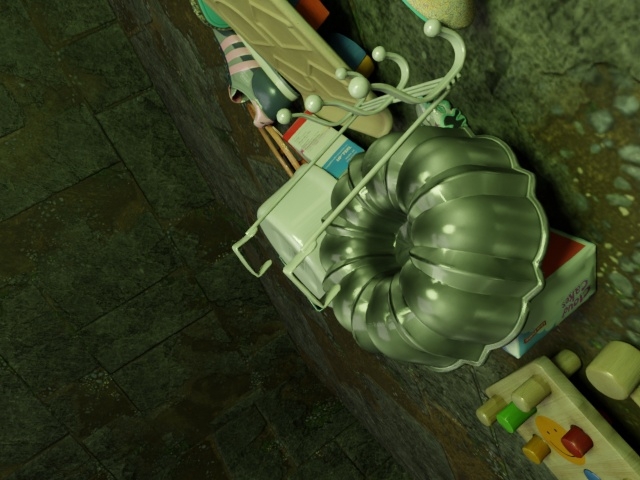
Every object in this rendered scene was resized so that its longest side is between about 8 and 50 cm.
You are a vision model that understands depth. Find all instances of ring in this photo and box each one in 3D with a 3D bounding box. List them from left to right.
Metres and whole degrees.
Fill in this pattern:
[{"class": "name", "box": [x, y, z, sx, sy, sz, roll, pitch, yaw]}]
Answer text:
[{"class": "ring", "box": [-0.078, -0.208, 1.287, 0.336, 0.032, 0.336, 55, 178, 3]}]

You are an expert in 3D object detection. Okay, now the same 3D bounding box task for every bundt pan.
[{"class": "bundt pan", "box": [0.109, 0.006, 0.657, 0.331, 0.124, 0.330, -11, 77, 54]}]

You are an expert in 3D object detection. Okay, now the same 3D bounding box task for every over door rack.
[{"class": "over door rack", "box": [0.004, -0.100, 0.606, 0.108, 0.324, 0.239, 34, 172, -22]}]

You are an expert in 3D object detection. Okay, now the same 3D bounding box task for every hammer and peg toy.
[{"class": "hammer and peg toy", "box": [0.404, 0.304, 0.782, 0.266, 0.127, 0.361, 51, 163, 19]}]

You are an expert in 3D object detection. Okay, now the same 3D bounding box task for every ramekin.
[{"class": "ramekin", "box": [0.000, 0.000, 0.992, 0.277, 0.135, 0.277, 48, 167, 15]}]

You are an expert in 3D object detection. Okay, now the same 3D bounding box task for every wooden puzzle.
[{"class": "wooden puzzle", "box": [-0.044, -0.336, 0.846, 0.348, 0.080, 0.322, 42, 178, -35]}]

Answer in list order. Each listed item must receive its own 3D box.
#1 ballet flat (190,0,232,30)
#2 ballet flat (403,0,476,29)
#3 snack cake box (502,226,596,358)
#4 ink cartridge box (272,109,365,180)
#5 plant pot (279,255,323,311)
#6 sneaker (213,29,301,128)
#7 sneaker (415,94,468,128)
[{"class": "ballet flat", "box": [-0.232, -0.618, 0.892, 0.482, 0.164, 0.182, 79, 173, -55]}, {"class": "ballet flat", "box": [0.079, -0.368, 0.522, 0.316, 0.108, 0.106, 55, 155, 2]}, {"class": "snack cake box", "box": [0.229, 0.030, 0.735, 0.264, 0.152, 0.089, 36, 154, 52]}, {"class": "ink cartridge box", "box": [0.017, -0.172, 1.022, 0.231, 0.078, 0.134, 44, -177, 37]}, {"class": "plant pot", "box": [0.034, 0.060, 1.288, 0.165, 0.165, 0.234, 54, -174, 10]}, {"class": "sneaker", "box": [-0.180, -0.385, 1.126, 0.319, 0.131, 0.112, 52, -160, 22]}, {"class": "sneaker", "box": [0.172, -0.171, 0.738, 0.098, 0.038, 0.069, 58, 169, 13]}]
